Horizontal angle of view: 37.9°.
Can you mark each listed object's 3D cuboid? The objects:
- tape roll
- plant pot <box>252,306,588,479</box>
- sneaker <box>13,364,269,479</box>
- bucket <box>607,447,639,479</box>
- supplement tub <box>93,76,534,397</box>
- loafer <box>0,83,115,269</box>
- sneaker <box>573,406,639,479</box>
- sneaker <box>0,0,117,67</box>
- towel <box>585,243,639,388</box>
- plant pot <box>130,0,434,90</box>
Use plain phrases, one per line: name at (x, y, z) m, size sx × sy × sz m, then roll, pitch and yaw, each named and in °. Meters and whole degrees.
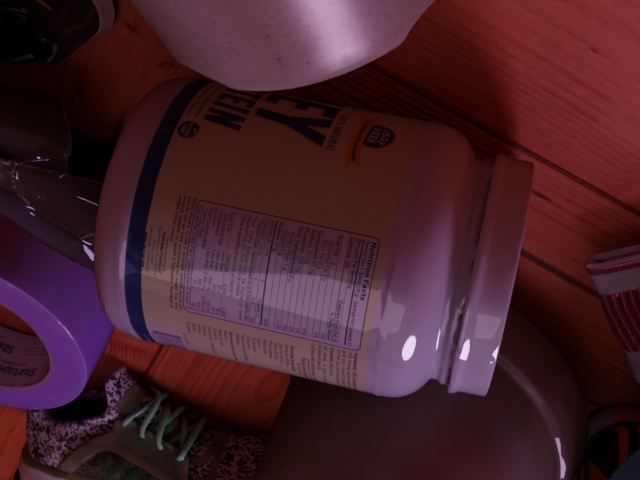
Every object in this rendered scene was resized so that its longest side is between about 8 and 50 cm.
tape roll at (-0.396, 0.088, 1.140) m, size 0.275 × 0.090 × 0.274 m, roll 11°, pitch 135°, yaw 11°
plant pot at (0.069, 0.238, 0.921) m, size 0.323 × 0.280 × 0.323 m, roll 17°, pitch 129°, yaw 22°
sneaker at (-0.229, 0.257, 1.221) m, size 0.410 × 0.158 × 0.182 m, roll 0°, pitch 116°, yaw 14°
bucket at (0.392, 0.313, 0.853) m, size 0.281 × 0.183 × 0.281 m, roll -3°, pitch 103°, yaw -14°
supplement tub at (0.000, 0.000, 0.797) m, size 0.325 × 0.235 × 0.235 m, roll 12°, pitch 136°, yaw 9°
loafer at (-0.292, -0.105, 0.869) m, size 0.130 × 0.133 × 0.366 m, roll -41°, pitch 134°, yaw 18°
sneaker at (0.306, 0.345, 1.064) m, size 0.125 × 0.180 × 0.321 m, roll 11°, pitch 136°, yaw 9°
sneaker at (-0.304, -0.202, 0.803) m, size 0.234 × 0.106 × 0.078 m, roll 14°, pitch 135°, yaw 7°
towel at (0.416, 0.106, 0.881) m, size 0.237 × 0.037 × 0.329 m, roll -16°, pitch 125°, yaw 27°
plant pot at (-0.053, -0.267, 0.528) m, size 0.334 × 0.333 × 0.305 m, roll -2°, pitch 144°, yaw 22°
